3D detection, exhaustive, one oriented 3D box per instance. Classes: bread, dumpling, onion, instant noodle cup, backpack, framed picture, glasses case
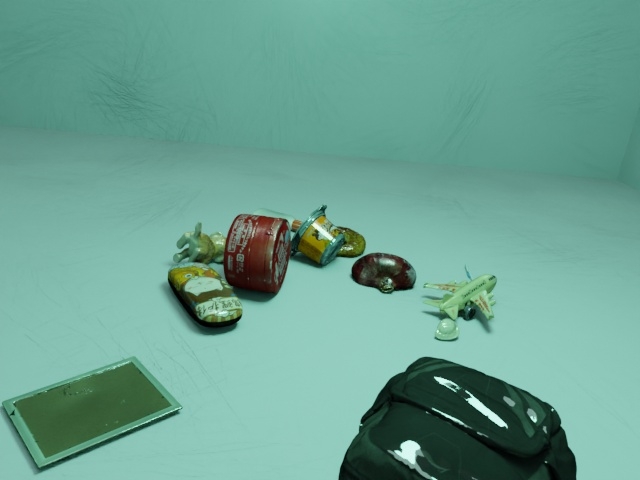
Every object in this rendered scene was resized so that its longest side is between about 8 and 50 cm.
[{"bbox_3d":[0.072,0.002,1.994,0.193,0.064,0.193,6,25,-3],"label":"bread"},{"bbox_3d":[0.343,0.239,1.496,0.059,0.043,0.077,36,25,24],"label":"dumpling"},{"bbox_3d":[0.203,0.091,1.754,0.206,0.098,0.151,6,20,-1],"label":"onion"},{"bbox_3d":[0.000,0.000,1.848,0.125,0.208,0.177,37,27,16],"label":"instant noodle cup"},{"bbox_3d":[0.200,0.363,0.864,0.363,0.255,0.445,19,11,27],"label":"backpack"},{"bbox_3d":[-0.442,0.324,1.089,0.273,0.016,0.216,-13,30,-40],"label":"framed picture"},{"bbox_3d":[-0.315,0.140,1.502,0.122,0.082,0.321,-5,24,-32],"label":"glasses case"}]

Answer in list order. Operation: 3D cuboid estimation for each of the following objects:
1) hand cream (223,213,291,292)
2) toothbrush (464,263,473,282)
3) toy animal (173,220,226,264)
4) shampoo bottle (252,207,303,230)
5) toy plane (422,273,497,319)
[{"bbox_3d":[-0.180,0.036,1.614,0.149,0.230,0.230,8,21,7],"label":"hand cream"},{"bbox_3d":[0.507,0.116,1.895,0.017,0.014,0.162,26,21,-2],"label":"toothbrush"},{"bbox_3d":[-0.337,0.006,1.723,0.185,0.184,0.104,-6,49,-47],"label":"toy animal"},{"bbox_3d":[-0.151,-0.074,2.135,0.221,0.051,0.108,16,21,24],"label":"shampoo bottle"},{"bbox_3d":[0.429,0.162,1.631,0.256,0.104,0.242,-10,24,-37],"label":"toy plane"}]
